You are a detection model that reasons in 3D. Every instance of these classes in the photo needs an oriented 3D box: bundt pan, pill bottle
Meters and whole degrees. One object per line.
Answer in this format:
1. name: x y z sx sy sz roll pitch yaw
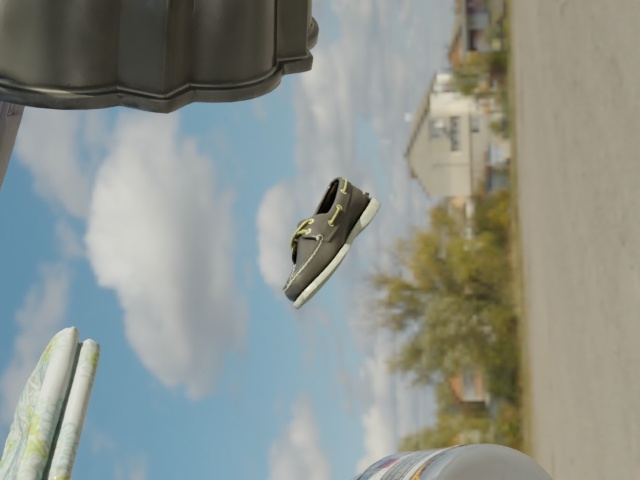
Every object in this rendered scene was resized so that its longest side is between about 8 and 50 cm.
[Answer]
1. bundt pan: -0.151 -0.199 0.702 0.330 0.331 0.124 -75 -2 -60
2. pill bottle: 0.111 0.283 1.150 0.278 0.162 0.162 147 126 -69

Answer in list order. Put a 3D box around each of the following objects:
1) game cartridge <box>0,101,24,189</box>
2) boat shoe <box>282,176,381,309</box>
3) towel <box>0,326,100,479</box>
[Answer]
1. game cartridge: -0.361 -0.112 1.062 0.068 0.230 0.355 -5 -50 -43
2. boat shoe: 0.000 0.000 1.429 0.081 0.069 0.227 -46 5 38
3. towel: -0.456 0.359 1.842 0.320 0.090 0.374 125 158 -44
